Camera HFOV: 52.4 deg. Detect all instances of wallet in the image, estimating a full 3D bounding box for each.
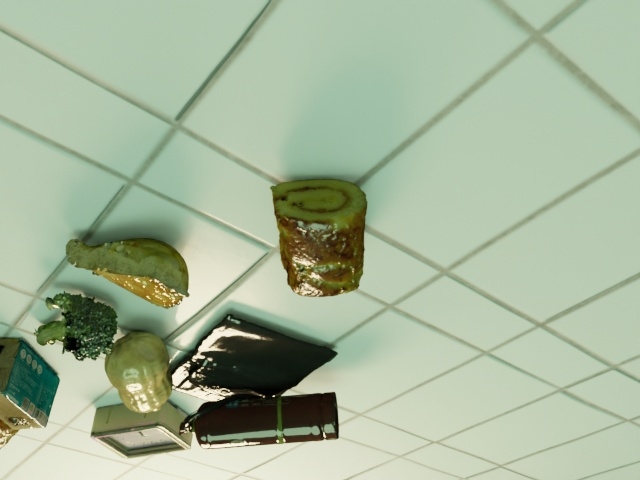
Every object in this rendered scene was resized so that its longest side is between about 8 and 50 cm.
[{"bbox_3d":[-0.153,0.258,1.298,0.247,0.041,0.323,22,134,-26],"label":"wallet"}]

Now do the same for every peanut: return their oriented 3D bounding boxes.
[{"bbox_3d":[-0.341,0.250,1.236,0.123,0.124,0.257,5,148,-5],"label":"peanut"}]

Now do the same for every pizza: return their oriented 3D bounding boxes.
[{"bbox_3d":[-0.264,0.048,1.022,0.188,0.081,0.204,5,157,32],"label":"pizza"}]

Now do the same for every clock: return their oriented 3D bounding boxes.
[{"bbox_3d":[-0.404,0.429,1.482,0.192,0.071,0.147,-12,139,16],"label":"clock"}]

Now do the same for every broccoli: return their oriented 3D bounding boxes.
[{"bbox_3d":[-0.442,0.155,1.141,0.204,0.118,0.122,-12,166,39],"label":"broccoli"}]

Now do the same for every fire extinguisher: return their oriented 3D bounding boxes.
[{"bbox_3d":[-0.134,0.369,1.324,0.341,0.105,0.141,-5,148,5],"label":"fire extinguisher"}]

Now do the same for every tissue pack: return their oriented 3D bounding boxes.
[{"bbox_3d":[-0.592,0.282,1.267,0.082,0.120,0.169,-4,142,7],"label":"tissue pack"}]

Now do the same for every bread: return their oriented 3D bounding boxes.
[{"bbox_3d":[0.000,0.000,0.929,0.132,0.103,0.172,-3,138,-1],"label":"bread"}]

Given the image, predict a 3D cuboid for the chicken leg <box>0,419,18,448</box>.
[{"bbox_3d":[-0.726,0.352,1.365,0.211,0.140,0.361,-22,160,7],"label":"chicken leg"}]
